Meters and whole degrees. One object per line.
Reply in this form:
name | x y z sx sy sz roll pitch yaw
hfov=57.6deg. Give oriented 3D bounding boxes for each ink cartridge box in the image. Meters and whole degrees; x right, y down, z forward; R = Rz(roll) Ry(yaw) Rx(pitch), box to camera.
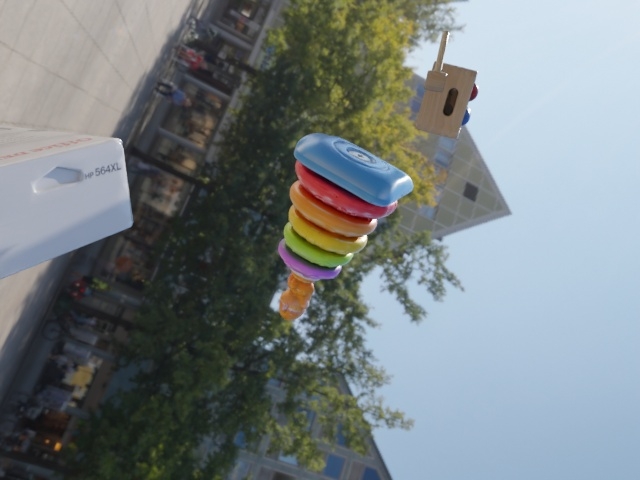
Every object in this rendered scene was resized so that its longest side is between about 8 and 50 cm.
ink cartridge box | -0.289 -0.042 0.498 0.148 0.203 0.086 -33 128 -54

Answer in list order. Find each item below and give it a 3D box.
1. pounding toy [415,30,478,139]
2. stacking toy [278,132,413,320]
pounding toy | 0.246 -0.285 1.078 0.206 0.094 0.181 -47 153 -68
stacking toy | 0.000 0.000 0.908 0.175 0.165 0.302 -31 149 -63
